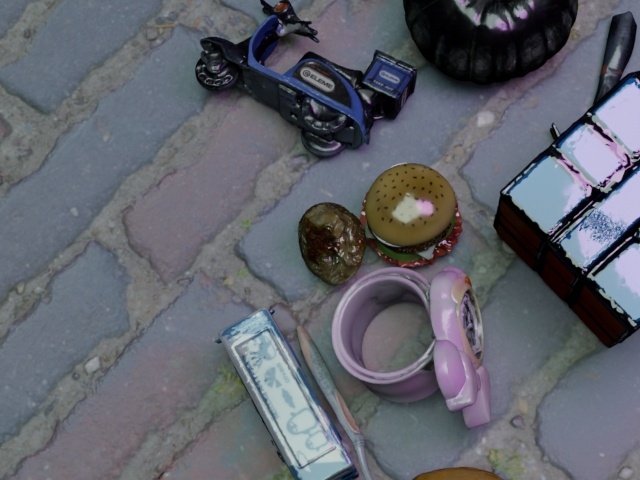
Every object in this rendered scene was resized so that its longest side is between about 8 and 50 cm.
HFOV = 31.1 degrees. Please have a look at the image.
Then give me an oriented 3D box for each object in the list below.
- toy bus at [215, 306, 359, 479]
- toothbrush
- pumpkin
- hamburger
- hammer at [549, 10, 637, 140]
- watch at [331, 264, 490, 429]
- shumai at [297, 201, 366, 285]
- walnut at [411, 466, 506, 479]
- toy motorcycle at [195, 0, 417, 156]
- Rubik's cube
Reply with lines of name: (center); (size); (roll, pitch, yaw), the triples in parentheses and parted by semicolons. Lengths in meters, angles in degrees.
toy bus: (-0.052, 0.250, 1.775); (0.106, 0.131, 0.297); (-29, 73, -5)
toothbrush: (0.037, 0.273, 1.762); (0.037, 0.028, 0.375); (-51, 48, 26)
pumpkin: (0.280, -0.408, 1.879); (0.295, 0.296, 0.296); (-1, 73, 4)
hamburger: (0.143, -0.050, 1.850); (0.175, 0.137, 0.175); (-2, 70, 6)
hammer: (0.476, -0.255, 1.937); (0.137, 0.037, 0.290); (15, 75, 8)
watch: (0.140, 0.170, 1.775); (0.217, 0.211, 0.249); (-11, 63, 20)
shumai: (0.002, -0.004, 1.859); (0.123, 0.105, 0.139); (-48, 32, 21)
walnut: (0.207, 0.415, 1.688); (0.197, 0.165, 0.165); (-3, 72, 8)
toy motorcycle: (-0.034, -0.285, 1.953); (0.358, 0.125, 0.213); (28, 69, 11)
Rubik's cube: (0.453, -0.038, 1.723); (0.288, 0.293, 0.283); (-43, 80, -4)
